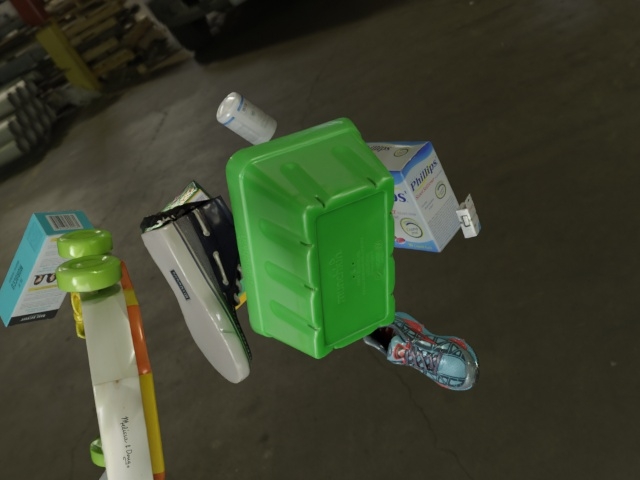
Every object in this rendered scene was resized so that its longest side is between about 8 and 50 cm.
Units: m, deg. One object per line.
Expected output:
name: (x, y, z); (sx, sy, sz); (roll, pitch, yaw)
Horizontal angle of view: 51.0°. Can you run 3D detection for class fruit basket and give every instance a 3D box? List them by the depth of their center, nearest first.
fruit basket: (-0.029, -0.033, 1.183); (0.283, 0.392, 0.392); (-22, 24, -26)

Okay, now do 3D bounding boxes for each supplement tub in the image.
supplement tub: (-0.150, -0.246, 1.365); (0.071, 0.107, 0.071); (-32, 41, 33)

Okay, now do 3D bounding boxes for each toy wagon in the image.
toy wagon: (-0.229, 0.124, 0.722); (0.068, 0.267, 0.344); (-8, 16, -19)

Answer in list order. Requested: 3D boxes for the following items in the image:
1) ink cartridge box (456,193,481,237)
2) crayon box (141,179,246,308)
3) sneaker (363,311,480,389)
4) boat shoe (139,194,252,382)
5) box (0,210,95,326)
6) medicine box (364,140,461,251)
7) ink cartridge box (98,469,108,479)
ink cartridge box: (0.320, -0.054, 1.461); (0.028, 0.083, 0.048); (-12, 18, 30)
crayon box: (-0.244, 0.020, 1.526); (0.165, 0.278, 0.081); (-44, 28, 0)
sneaker: (0.187, 0.225, 1.315); (0.125, 0.104, 0.262); (-1, 16, -41)
boat shoe: (-0.178, 0.079, 1.225); (0.158, 0.340, 0.127); (-33, 14, -35)
box: (-0.512, 0.053, 1.243); (0.060, 0.100, 0.244); (50, 122, 23)
medicine box: (0.224, -0.128, 1.910); (0.263, 0.289, 0.149); (8, 48, 48)
ink cartridge box: (-0.302, 0.486, 1.151); (0.128, 0.176, 0.127); (10, 64, 50)
